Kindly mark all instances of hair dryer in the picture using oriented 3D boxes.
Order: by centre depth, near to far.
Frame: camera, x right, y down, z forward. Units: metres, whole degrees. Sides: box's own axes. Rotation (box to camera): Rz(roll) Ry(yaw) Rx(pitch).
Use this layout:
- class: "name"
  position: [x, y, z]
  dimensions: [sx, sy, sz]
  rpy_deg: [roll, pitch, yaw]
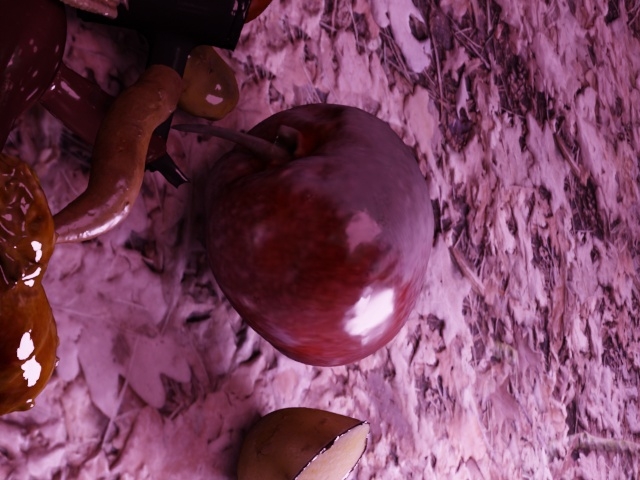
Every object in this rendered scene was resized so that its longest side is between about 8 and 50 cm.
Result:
- class: "hair dryer"
  position: [-0.259, -0.109, 1.152]
  dimensions: [0.340, 0.123, 0.313]
  rpy_deg: [38, 38, -41]
- class: "hair dryer"
  position: [-0.194, -0.200, 1.278]
  dimensions: [0.089, 0.197, 0.251]
  rpy_deg: [-111, -148, -78]

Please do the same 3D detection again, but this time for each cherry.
- class: "cherry"
  position: [0.001, -0.010, 1.394]
  dimensions: [0.335, 0.291, 0.326]
  rpy_deg: [54, 33, -57]

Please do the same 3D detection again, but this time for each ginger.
- class: "ginger"
  position: [-0.376, 0.044, 0.912]
  dimensions: [0.357, 0.152, 0.274]
  rpy_deg: [-1, 127, -32]

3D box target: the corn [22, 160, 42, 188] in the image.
- class: "corn"
  position: [-0.376, -0.052, 1.069]
  dimensions: [0.231, 0.080, 0.080]
  rpy_deg: [4, 81, -52]

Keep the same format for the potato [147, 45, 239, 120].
- class: "potato"
  position: [-0.160, -0.209, 1.371]
  dimensions: [0.138, 0.070, 0.092]
  rpy_deg: [53, 45, -34]

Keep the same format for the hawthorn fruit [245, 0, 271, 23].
- class: "hawthorn fruit"
  position: [-0.120, -0.352, 1.365]
  dimensions: [0.189, 0.189, 0.189]
  rpy_deg: [11, 75, -50]

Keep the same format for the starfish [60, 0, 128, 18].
- class: "starfish"
  position: [-0.355, -0.358, 0.958]
  dimensions: [0.384, 0.132, 0.398]
  rpy_deg: [-50, 125, -67]

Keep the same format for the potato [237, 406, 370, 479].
- class: "potato"
  position: [-0.035, 0.274, 1.416]
  dimensions: [0.202, 0.117, 0.182]
  rpy_deg: [-20, 142, -53]

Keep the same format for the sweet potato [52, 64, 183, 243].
- class: "sweet potato"
  position: [-0.204, -0.081, 1.110]
  dimensions: [0.067, 0.059, 0.281]
  rpy_deg: [51, 38, -33]
